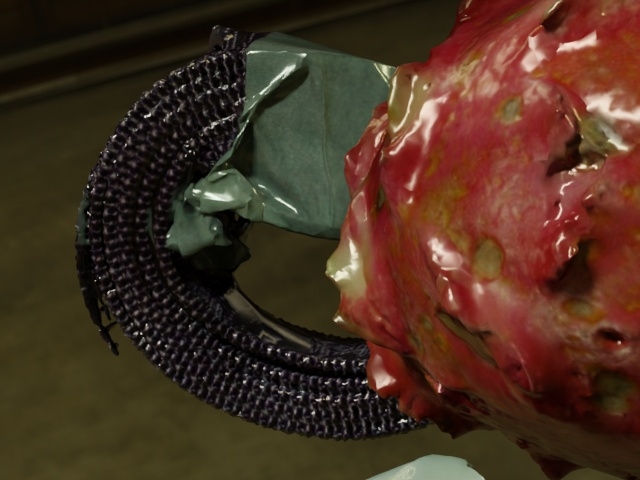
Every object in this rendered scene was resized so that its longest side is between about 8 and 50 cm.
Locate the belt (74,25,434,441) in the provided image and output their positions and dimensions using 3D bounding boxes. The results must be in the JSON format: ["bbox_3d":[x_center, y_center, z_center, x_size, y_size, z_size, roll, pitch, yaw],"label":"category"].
[{"bbox_3d":[0.000,0.000,1.296,0.325,0.260,0.122,18,10,9],"label":"belt"}]

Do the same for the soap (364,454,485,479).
[{"bbox_3d":[0.048,0.204,0.661,0.150,0.261,0.094,-22,30,23],"label":"soap"}]

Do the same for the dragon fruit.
[{"bbox_3d":[0.128,-0.008,0.680,0.205,0.210,0.268,13,-2,-36],"label":"dragon fruit"}]
